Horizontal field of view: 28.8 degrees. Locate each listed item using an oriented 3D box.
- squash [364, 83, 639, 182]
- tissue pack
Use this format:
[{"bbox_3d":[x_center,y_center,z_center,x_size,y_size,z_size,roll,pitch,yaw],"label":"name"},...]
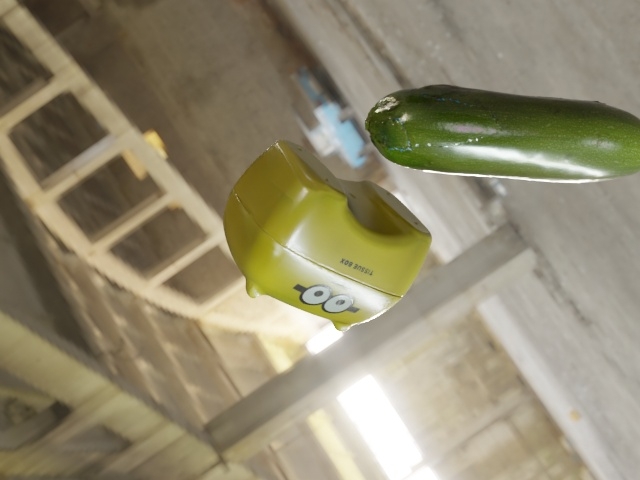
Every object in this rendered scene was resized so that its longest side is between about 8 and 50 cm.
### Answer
[{"bbox_3d":[0.204,-0.096,1.170,0.087,0.331,0.087,-176,90,-75],"label":"squash"},{"bbox_3d":[0.000,0.000,1.130,0.178,0.127,0.123,25,-160,-39],"label":"tissue pack"}]
